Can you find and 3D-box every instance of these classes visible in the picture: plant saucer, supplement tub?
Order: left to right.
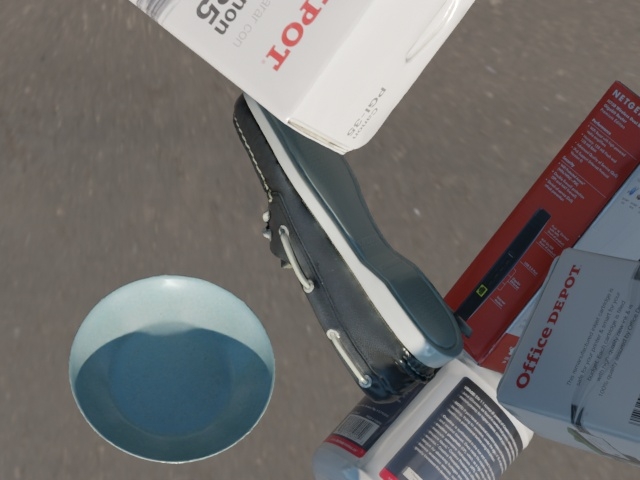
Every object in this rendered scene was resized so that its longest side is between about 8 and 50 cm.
[{"bbox_3d":[-0.141,0.126,1.522,0.195,0.037,0.195,4,61,-7],"label":"plant saucer"},{"bbox_3d":[0.138,0.237,1.956,0.272,0.191,0.191,-46,105,-17],"label":"supplement tub"}]

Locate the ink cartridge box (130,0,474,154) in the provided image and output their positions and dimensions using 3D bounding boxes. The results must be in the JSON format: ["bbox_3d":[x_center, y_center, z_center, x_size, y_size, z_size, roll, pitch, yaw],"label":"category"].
[{"bbox_3d":[-0.040,-0.220,0.990,0.283,0.117,0.207,39,97,20],"label":"ink cartridge box"}]

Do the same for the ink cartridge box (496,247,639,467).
[{"bbox_3d":[0.282,0.108,1.366,0.092,0.219,0.160,40,72,-42],"label":"ink cartridge box"}]

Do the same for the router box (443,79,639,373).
[{"bbox_3d":[0.309,0.018,1.675,0.301,0.082,0.335,-53,144,13],"label":"router box"}]

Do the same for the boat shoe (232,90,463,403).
[{"bbox_3d":[0.000,0.000,1.370,0.091,0.114,0.302,-40,71,25],"label":"boat shoe"}]
